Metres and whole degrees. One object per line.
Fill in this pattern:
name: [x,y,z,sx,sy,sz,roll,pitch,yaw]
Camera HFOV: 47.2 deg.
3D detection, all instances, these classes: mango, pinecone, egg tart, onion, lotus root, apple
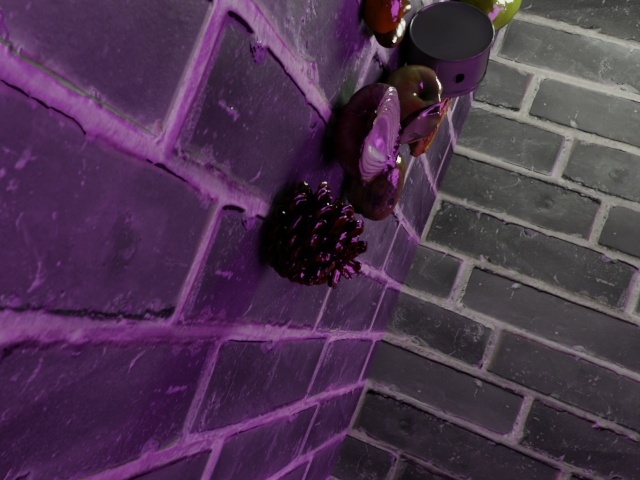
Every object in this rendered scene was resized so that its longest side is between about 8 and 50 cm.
mango: [0.142,-0.522,1.552,0.105,0.084,0.159,-58,162,-55]
pinecone: [0.000,0.000,1.514,0.221,0.222,0.221,20,90,-75]
egg tart: [0.325,-0.415,2.212,0.341,0.132,0.341,-63,175,-9]
onion: [0.107,-0.235,1.719,0.227,0.120,0.283,-63,156,-14]
lotus root: [0.152,-0.178,1.915,0.154,0.154,0.278,-50,154,-52]
apple: [0.231,-0.353,1.927,0.188,0.174,0.207,128,-15,-71]

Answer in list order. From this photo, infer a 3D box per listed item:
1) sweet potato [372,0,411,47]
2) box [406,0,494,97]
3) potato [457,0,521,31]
sweet potato: [0.163,-0.498,1.692,0.269,0.075,0.074,-68,169,-50]
box: [0.352,-0.523,2.013,0.149,0.226,0.226,84,30,-59]
potato: [0.564,-0.803,2.444,0.215,0.216,0.304,95,18,-45]
